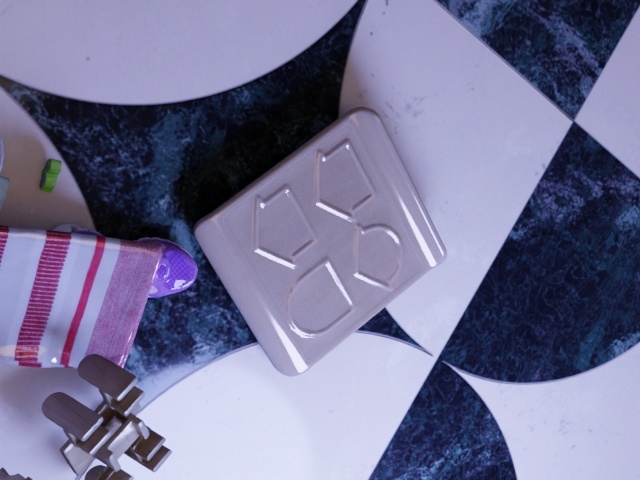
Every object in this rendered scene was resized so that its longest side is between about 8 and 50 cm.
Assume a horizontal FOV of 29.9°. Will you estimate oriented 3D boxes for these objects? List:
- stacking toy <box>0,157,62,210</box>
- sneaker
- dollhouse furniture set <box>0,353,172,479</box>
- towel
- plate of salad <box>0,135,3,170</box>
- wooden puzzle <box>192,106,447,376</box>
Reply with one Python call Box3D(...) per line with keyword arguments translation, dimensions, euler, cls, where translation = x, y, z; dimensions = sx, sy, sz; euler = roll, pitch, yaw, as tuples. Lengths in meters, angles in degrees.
Box3D(translation=(-0.463, -0.029, 1.663), dimensions=(0.167, 0.052, 0.221), euler=(15, 93, -32), cls="stacking toy")
Box3D(translation=(-0.282, 0.040, 1.755), dimensions=(0.236, 0.104, 0.095), euler=(11, 95, -33), cls="sneaker")
Box3D(translation=(-0.368, 0.301, 1.739), dimensions=(0.242, 0.161, 0.212), euler=(-49, 148, -27), cls="dollhouse furniture set")
Box3D(translation=(-0.404, 0.083, 1.656), dimensions=(0.329, 0.037, 0.237), euler=(7, 125, -24), cls="towel")
Box3D(translation=(-0.521, -0.114, 1.577), dimensions=(0.200, 0.048, 0.199), euler=(6, 67, -14), cls="plate of salad")
Box3D(translation=(0.000, 0.000, 1.930), dimensions=(0.348, 0.080, 0.322), euler=(-36, 117, -13), cls="wooden puzzle")
